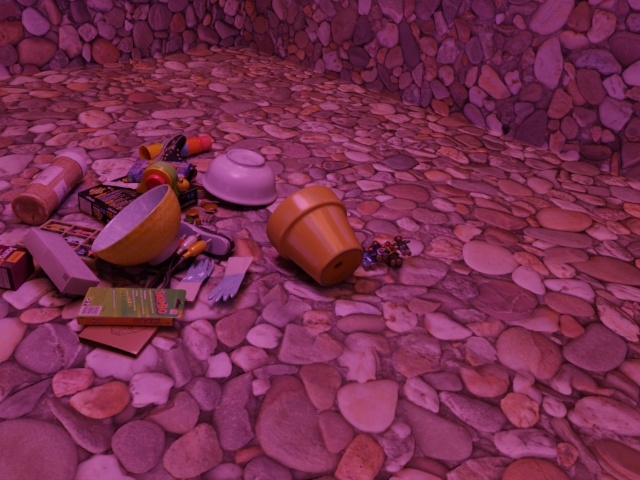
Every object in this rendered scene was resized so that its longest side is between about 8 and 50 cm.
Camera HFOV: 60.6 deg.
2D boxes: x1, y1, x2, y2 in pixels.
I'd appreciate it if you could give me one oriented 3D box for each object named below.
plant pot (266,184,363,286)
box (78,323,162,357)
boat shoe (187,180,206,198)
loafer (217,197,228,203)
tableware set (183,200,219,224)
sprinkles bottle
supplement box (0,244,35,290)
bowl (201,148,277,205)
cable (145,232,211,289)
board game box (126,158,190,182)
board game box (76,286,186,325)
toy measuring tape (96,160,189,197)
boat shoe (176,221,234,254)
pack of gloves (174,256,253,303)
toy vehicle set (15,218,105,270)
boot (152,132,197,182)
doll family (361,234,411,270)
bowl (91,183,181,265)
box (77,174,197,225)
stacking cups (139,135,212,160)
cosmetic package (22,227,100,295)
[{"bbox_3d":[0.000,0.000,1.672,0.254,0.253,0.239,-16,53,-31],"label":"plant pot"},{"bbox_3d":[-0.499,0.215,1.433,0.165,0.021,0.201,13,32,11],"label":"box"},{"bbox_3d":[-0.494,-0.192,2.065,0.136,0.045,0.050,22,31,19],"label":"boat shoe"},{"bbox_3d":[-0.376,-0.182,2.074,0.045,0.039,0.125,-13,36,-29],"label":"loafer"},{"bbox_3d":[-0.425,-0.098,1.951,0.104,0.024,0.154,4,33,3],"label":"tableware set"},{"bbox_3d":[-0.942,-0.191,1.920,0.122,0.121,0.355,5,32,-2],"label":"sprinkles bottle"},{"bbox_3d":[-0.927,0.069,1.541,0.188,0.080,0.104,7,32,1],"label":"supplement box"},{"bbox_3d":[-0.295,-0.259,2.076,0.298,0.134,0.297,12,29,-7],"label":"bowl"},{"bbox_3d":[-0.451,0.065,1.633,0.140,0.072,0.287,6,31,22],"label":"cable"},{"bbox_3d":[-0.590,-0.251,2.011,0.202,0.035,0.136,4,32,-3],"label":"board game box"},{"bbox_3d":[-0.492,0.173,1.448,0.260,0.039,0.124,0,33,-5],"label":"board game box"},{"bbox_3d":[-0.614,-0.225,1.892,0.331,0.121,0.121,9,32,5],"label":"toy measuring tape"},{"bbox_3d":[-0.380,-0.011,1.772,0.229,0.080,0.076,14,12,20],"label":"boat shoe"},{"bbox_3d":[-0.315,0.126,1.605,0.195,0.046,0.232,-2,29,11],"label":"pack of gloves"},{"bbox_3d":[-0.773,0.010,1.705,0.267,0.035,0.166,11,32,8],"label":"toy vehicle set"},{"bbox_3d":[-0.555,-0.316,2.180,0.179,0.085,0.236,20,59,17],"label":"boot"},{"bbox_3d":[0.200,0.036,1.787,0.193,0.075,0.111,-6,38,-13],"label":"doll family"},{"bbox_3d":[-0.514,-0.017,1.634,0.290,0.156,0.289,-29,27,17],"label":"bowl"},{"bbox_3d":[-0.640,-0.149,1.944,0.257,0.079,0.322,23,35,28],"label":"box"},{"bbox_3d":[-0.609,-0.394,2.327,0.096,0.095,0.316,28,38,32],"label":"stacking cups"},{"bbox_3d":[-0.729,0.061,1.535,0.239,0.060,0.099,39,8,28],"label":"cosmetic package"}]
